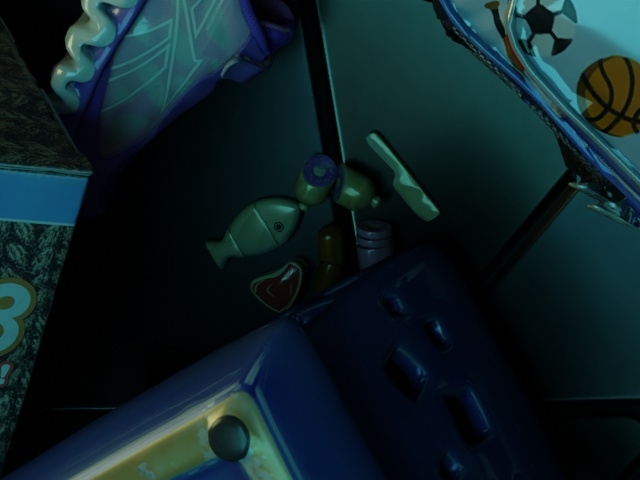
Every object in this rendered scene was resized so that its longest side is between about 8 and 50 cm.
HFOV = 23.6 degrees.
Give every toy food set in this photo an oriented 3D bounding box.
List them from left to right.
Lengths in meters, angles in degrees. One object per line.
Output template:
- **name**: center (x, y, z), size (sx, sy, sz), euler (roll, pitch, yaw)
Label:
- **toy food set**: center (0.000, 0.000, 0.814), size (0.122, 0.019, 0.078), euler (-38, 93, 27)

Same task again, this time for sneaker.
- **sneaker**: center (-0.071, -0.101, 0.770), size (0.104, 0.095, 0.236), euler (22, 119, -8)

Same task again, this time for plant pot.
- **plant pot**: center (-0.017, 0.160, 0.722), size (0.236, 0.212, 0.236), euler (-30, 83, 22)

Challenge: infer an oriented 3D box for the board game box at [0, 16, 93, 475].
- **board game box**: center (-0.249, 0.025, 0.781), size (0.141, 0.232, 0.291), euler (5, 119, -31)

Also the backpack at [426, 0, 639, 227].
- **backpack**: center (0.207, -0.092, 0.611), size (0.263, 0.213, 0.276), euler (43, 115, -11)
